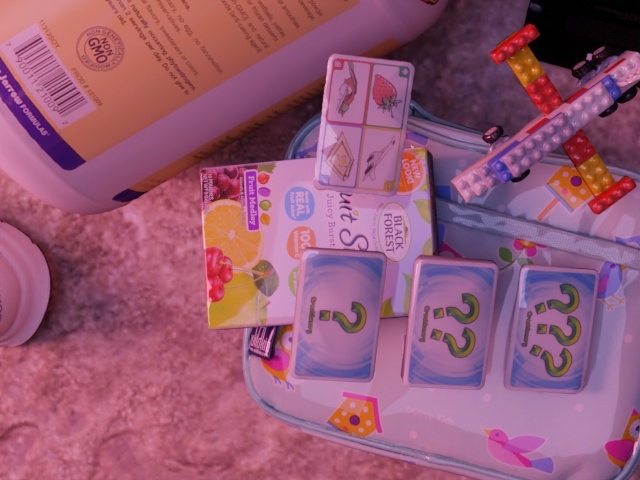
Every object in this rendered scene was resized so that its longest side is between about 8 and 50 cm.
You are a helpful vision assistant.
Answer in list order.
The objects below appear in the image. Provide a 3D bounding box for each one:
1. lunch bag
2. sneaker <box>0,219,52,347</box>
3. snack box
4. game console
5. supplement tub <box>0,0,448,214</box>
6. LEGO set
[{"bbox_3d":[0.089,0.031,0.857,0.279,0.108,0.224,14,95,11],"label":"lunch bag"},{"bbox_3d":[-0.336,-0.013,0.936,0.297,0.129,0.111,23,100,12],"label":"sneaker"},{"bbox_3d":[0.000,0.000,0.803,0.141,0.037,0.100,-4,86,12],"label":"snack box"},{"bbox_3d":[0.206,-0.166,0.875,0.122,0.071,0.107,17,125,12],"label":"game console"},{"bbox_3d":[-0.068,-0.189,0.815,0.331,0.241,0.241,-29,86,11],"label":"supplement tub"},{"bbox_3d":[0.087,-0.030,0.731,0.182,0.060,0.244,5,100,-11],"label":"LEGO set"}]
